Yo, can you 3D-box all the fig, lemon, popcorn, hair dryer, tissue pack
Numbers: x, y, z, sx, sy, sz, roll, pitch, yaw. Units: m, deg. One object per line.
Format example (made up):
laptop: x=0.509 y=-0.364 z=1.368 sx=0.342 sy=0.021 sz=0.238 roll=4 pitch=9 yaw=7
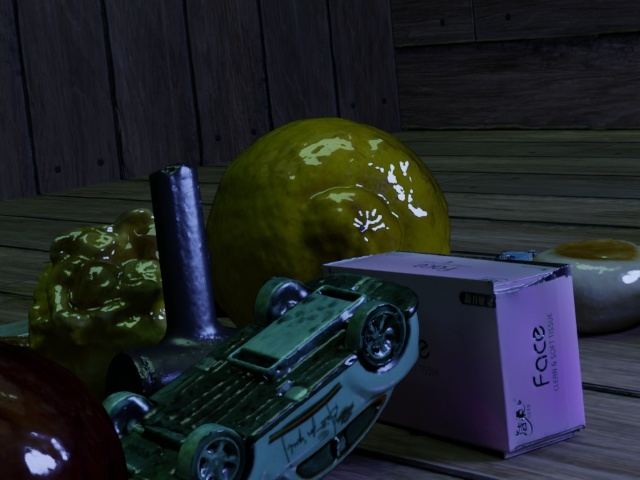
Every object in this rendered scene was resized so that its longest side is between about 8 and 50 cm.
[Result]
fig: x=-0.234 y=0.150 z=0.906 sx=0.235 sy=0.214 sz=0.235 roll=-5 pitch=-15 yaw=-1
lemon: x=0.000 y=0.000 z=1.583 sx=0.285 sy=0.285 sz=0.316 roll=-13 pitch=-9 yaw=-41
popcorn: x=-0.199 y=0.074 z=1.443 sx=0.198 sy=0.197 sz=0.155 roll=-9 pitch=-29 yaw=-20
hair dryer: x=-0.112 y=0.050 z=1.355 sx=0.197 sy=0.251 sz=0.089 roll=-9 pitch=-2 yaw=-30
tissue pack: x=0.112 y=0.092 z=1.276 sx=0.093 sy=0.148 sz=0.246 roll=-13 pitch=9 yaw=-33

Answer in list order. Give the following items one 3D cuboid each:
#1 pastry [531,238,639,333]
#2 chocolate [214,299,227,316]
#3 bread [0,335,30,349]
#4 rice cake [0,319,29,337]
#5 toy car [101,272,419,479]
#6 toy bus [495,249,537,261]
pastry: x=0.305 y=0.051 z=1.596 sx=0.156 sy=0.092 sz=0.156 roll=-8 pitch=11 yaw=2
chocolate: x=-0.121 y=0.050 z=1.905 sx=0.149 sy=0.080 sz=0.125 roll=-5 pitch=9 yaw=16
bread: x=-0.318 y=0.134 z=1.546 sx=0.193 sy=0.063 sz=0.193 roll=-4 pitch=6 yaw=0
rice cake: x=-0.333 y=0.117 z=1.732 sx=0.226 sy=0.040 sz=0.085 roll=-11 pitch=10 yaw=-28
toy car: x=-0.045 y=0.137 z=1.154 sx=0.306 sy=0.125 sz=0.136 roll=-38 pitch=31 yaw=-31
toy bus: x=0.246 y=0.050 z=1.735 sx=0.075 sy=0.060 sz=0.123 roll=0 pitch=12 yaw=8
